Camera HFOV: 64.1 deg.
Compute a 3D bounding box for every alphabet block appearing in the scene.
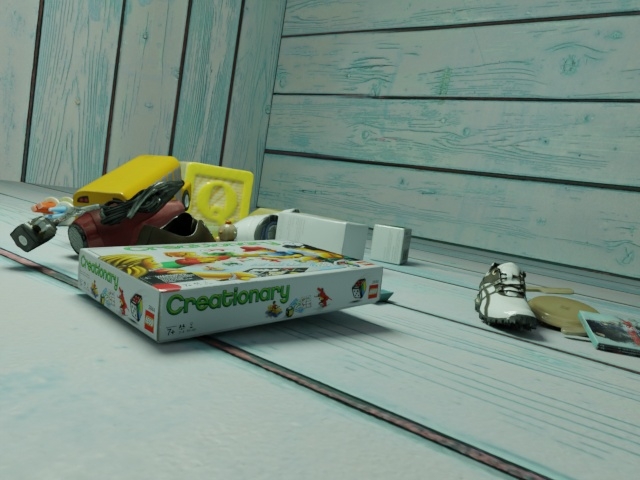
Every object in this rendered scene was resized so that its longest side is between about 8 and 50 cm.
[{"bbox_3d":[-0.320,-0.118,1.452,0.193,0.193,0.197,4,5,-29],"label":"alphabet block"}]

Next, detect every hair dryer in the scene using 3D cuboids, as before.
[{"bbox_3d":[-0.276,-0.027,0.766,0.223,0.080,0.293,-15,6,4],"label":"hair dryer"}]

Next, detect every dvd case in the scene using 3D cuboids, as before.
[{"bbox_3d":[0.447,0.138,0.740,0.119,0.013,0.087,11,25,6],"label":"dvd case"}]

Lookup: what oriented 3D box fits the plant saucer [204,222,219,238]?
[{"bbox_3d":[-0.328,-0.024,1.166,0.188,0.045,0.188,11,5,22],"label":"plant saucer"}]

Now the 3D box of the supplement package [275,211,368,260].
[{"bbox_3d":[0.000,0.000,1.141,0.179,0.105,0.105,13,6,32],"label":"supplement package"}]

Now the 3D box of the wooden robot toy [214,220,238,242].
[{"bbox_3d":[-0.175,0.003,0.939,0.173,0.079,0.076,12,6,38],"label":"wooden robot toy"}]

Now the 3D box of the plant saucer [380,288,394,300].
[{"bbox_3d":[0.024,0.073,0.858,0.192,0.018,0.067,11,5,36],"label":"plant saucer"}]

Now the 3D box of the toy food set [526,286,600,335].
[{"bbox_3d":[0.406,0.129,0.847,0.132,0.039,0.192,3,16,-4],"label":"toy food set"}]

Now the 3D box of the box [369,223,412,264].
[{"bbox_3d":[0.197,0.009,1.425,0.087,0.102,0.101,9,6,22],"label":"box"}]

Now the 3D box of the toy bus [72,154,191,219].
[{"bbox_3d":[-0.360,-0.086,1.031,0.108,0.130,0.333,3,23,4],"label":"toy bus"}]

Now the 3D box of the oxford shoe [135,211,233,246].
[{"bbox_3d":[-0.185,0.007,0.780,0.082,0.096,0.227,9,3,23],"label":"oxford shoe"}]

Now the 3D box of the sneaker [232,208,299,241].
[{"bbox_3d":[-0.133,-0.028,1.257,0.129,0.111,0.297,3,1,19],"label":"sneaker"}]

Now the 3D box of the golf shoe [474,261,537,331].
[{"bbox_3d":[0.287,0.082,0.800,0.077,0.094,0.198,10,6,1],"label":"golf shoe"}]

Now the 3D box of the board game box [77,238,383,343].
[{"bbox_3d":[-0.096,0.044,0.608,0.305,0.053,0.193,-3,12,-45],"label":"board game box"}]

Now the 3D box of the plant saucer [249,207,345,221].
[{"bbox_3d":[-0.069,-0.058,1.859,0.332,0.081,0.332,12,6,30],"label":"plant saucer"}]

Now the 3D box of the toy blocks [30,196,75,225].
[{"bbox_3d":[-0.583,-0.066,1.139,0.123,0.054,0.148,11,5,9],"label":"toy blocks"}]
